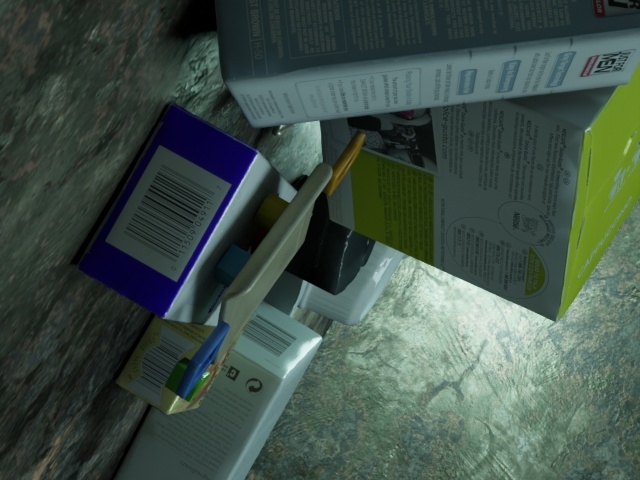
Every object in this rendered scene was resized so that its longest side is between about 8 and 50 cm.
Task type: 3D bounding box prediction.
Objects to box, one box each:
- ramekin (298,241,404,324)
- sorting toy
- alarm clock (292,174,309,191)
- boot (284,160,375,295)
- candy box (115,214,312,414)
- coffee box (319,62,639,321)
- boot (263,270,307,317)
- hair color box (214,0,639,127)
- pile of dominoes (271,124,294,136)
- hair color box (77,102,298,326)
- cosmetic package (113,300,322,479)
[{"bbox_3d":[0.070,0.031,2.350,0.273,0.127,0.273,-58,173,-12],"label":"ramekin"},{"bbox_3d":[-0.064,0.019,1.318,0.347,0.047,0.196,-55,175,-28],"label":"sorting toy"},{"bbox_3d":[-0.041,-0.020,2.054,0.192,0.064,0.129,-59,173,24],"label":"alarm clock"},{"bbox_3d":[0.115,-0.172,1.917,0.367,0.146,0.445,-29,140,-51],"label":"boot"},{"bbox_3d":[-0.134,0.070,1.688,0.316,0.087,0.183,-59,172,0],"label":"candy box"},{"bbox_3d":[0.223,-0.175,1.519,0.337,0.334,0.338,-51,154,-31],"label":"coffee box"},{"bbox_3d":[-0.050,0.064,2.161,0.258,0.095,0.123,-59,166,-6],"label":"boot"},{"bbox_3d":[0.103,-0.195,1.173,0.185,0.374,0.113,59,26,-82],"label":"hair color box"},{"bbox_3d":[0.008,-0.244,1.524,0.251,0.040,0.196,-43,159,-55],"label":"pile of dominoes"},{"bbox_3d":[-0.126,-0.014,1.357,0.185,0.110,0.339,-60,171,-2],"label":"hair color box"},{"bbox_3d":[-0.190,0.325,2.024,0.453,0.161,0.230,-62,172,18],"label":"cosmetic package"}]
